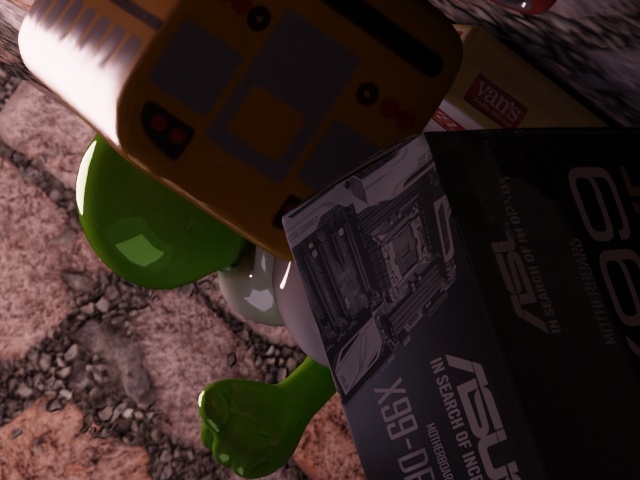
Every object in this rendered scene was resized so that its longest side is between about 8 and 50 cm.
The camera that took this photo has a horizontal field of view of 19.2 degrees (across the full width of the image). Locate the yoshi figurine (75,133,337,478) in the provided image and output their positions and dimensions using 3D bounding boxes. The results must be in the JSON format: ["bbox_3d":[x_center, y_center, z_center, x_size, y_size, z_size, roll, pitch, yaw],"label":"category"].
[{"bbox_3d":[-0.025,0.008,1.058,0.203,0.203,0.362,53,167,-29],"label":"yoshi figurine"}]

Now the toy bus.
[{"bbox_3d":[-0.049,-0.097,0.828,0.108,0.130,0.332,32,-178,-21],"label":"toy bus"}]

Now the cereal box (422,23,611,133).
[{"bbox_3d":[0.082,-0.057,1.030,0.173,0.047,0.240,34,174,-23],"label":"cereal box"}]

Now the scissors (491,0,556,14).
[{"bbox_3d":[-0.031,-0.170,0.802,0.297,0.021,0.109,28,175,26],"label":"scissors"}]

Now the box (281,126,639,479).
[{"bbox_3d":[0.133,0.111,0.678,0.076,0.308,0.242,-29,163,39],"label":"box"}]
